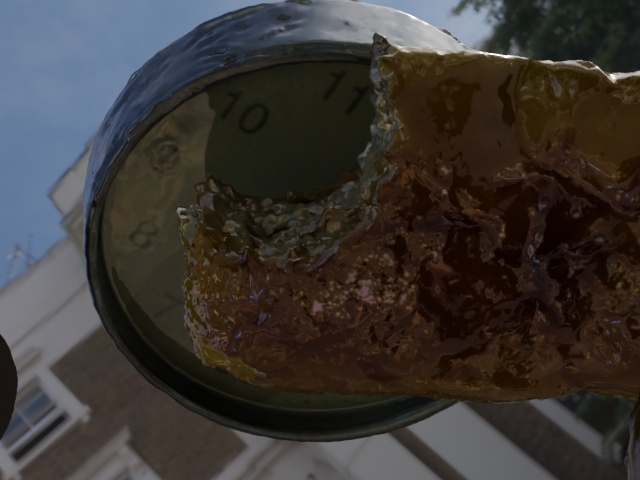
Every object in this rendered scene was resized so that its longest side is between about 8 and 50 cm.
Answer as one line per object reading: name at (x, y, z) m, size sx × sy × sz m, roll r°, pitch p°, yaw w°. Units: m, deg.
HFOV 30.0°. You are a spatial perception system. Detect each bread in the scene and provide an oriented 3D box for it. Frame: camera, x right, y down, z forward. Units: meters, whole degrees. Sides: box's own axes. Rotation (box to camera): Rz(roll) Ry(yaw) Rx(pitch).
bread at (0.120, -0.006, 0.588) m, size 0.380 × 0.109 × 0.185 m, roll 4°, pitch -64°, yaw -3°

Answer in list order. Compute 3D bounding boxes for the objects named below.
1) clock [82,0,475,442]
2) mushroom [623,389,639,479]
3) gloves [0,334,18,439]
clock at (0.000, 0.000, 0.691) m, size 0.280 × 0.055 × 0.281 m, roll -1°, pitch -57°, yaw -1°
mushroom at (0.232, 0.063, 0.430) m, size 0.253 × 0.153 × 0.253 m, roll -8°, pitch -47°, yaw -9°
gloves at (-0.326, 0.052, 0.717) m, size 0.133 × 0.294 × 0.116 m, roll 27°, pitch -96°, yaw -58°
